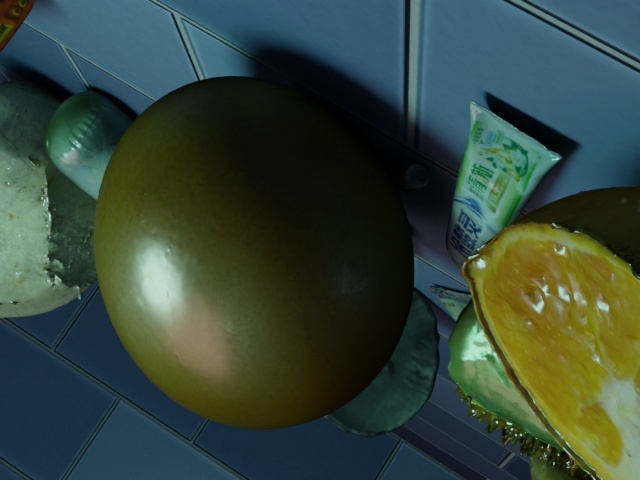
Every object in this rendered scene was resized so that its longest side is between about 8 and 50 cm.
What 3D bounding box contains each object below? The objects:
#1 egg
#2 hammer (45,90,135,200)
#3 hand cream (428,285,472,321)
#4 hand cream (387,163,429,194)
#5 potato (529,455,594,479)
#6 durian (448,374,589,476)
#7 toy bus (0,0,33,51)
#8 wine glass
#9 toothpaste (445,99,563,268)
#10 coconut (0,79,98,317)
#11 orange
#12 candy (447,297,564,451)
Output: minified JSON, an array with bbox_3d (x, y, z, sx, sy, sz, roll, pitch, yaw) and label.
[{"bbox_3d":[-0.058,0.014,1.034,0.282,0.282,0.351,25,145,38],"label":"egg"},{"bbox_3d":[-0.204,-0.094,1.469,0.335,0.119,0.206,11,157,47],"label":"hammer"},{"bbox_3d":[0.221,0.138,1.387,0.235,0.055,0.086,47,161,-24],"label":"hand cream"},{"bbox_3d":[0.077,-0.056,1.044,0.035,0.022,0.102,35,174,-8],"label":"hand cream"},{"bbox_3d":[0.357,0.345,1.696,0.107,0.080,0.170,31,-169,0],"label":"potato"},{"bbox_3d":[0.236,0.164,1.208,0.144,0.139,0.252,26,176,-40],"label":"durian"},{"bbox_3d":[-0.461,-0.274,1.310,0.153,0.143,0.329,42,165,-35],"label":"toy bus"},{"bbox_3d":[-0.026,0.143,1.600,0.267,0.267,0.406,39,163,-26],"label":"wine glass"},{"bbox_3d":[0.136,-0.033,0.924,0.075,0.048,0.297,34,165,11],"label":"toothpaste"},{"bbox_3d":[-0.458,-0.065,1.714,0.346,0.346,0.360,36,-172,-15],"label":"coconut"},{"bbox_3d":[0.238,0.106,0.705,0.274,0.274,0.310,43,-152,-40],"label":"orange"},{"bbox_3d":[0.281,0.141,1.055,0.343,0.142,0.132,28,-157,22],"label":"candy"}]
